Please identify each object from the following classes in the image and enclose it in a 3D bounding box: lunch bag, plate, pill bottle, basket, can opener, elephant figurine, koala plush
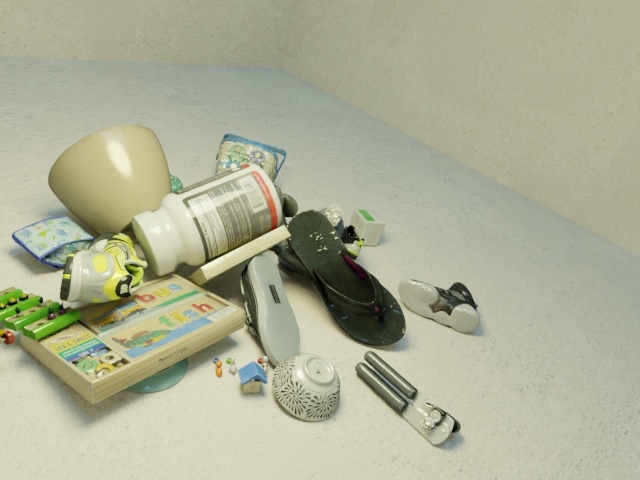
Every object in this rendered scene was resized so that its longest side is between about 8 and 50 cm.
[{"bbox_3d":[-0.691,0.008,1.429,0.129,0.096,0.151,31,21,23],"label":"lunch bag"},{"bbox_3d":[-0.387,0.260,1.229,0.188,0.024,0.188,14,28,-8],"label":"plate"},{"bbox_3d":[-0.305,-0.056,1.502,0.363,0.210,0.210,-26,47,-24],"label":"pill bottle"},{"bbox_3d":[-0.269,-0.292,2.091,0.254,0.201,0.289,14,38,-5],"label":"basket"},{"bbox_3d":[0.203,0.377,1.329,0.280,0.074,0.093,37,-1,29],"label":"can opener"},{"bbox_3d":[-0.162,-0.103,1.776,0.186,0.239,0.169,13,28,-9],"label":"elephant figurine"},{"bbox_3d":[0.000,0.000,1.657,0.203,0.221,0.196,26,-12,4],"label":"koala plush"}]

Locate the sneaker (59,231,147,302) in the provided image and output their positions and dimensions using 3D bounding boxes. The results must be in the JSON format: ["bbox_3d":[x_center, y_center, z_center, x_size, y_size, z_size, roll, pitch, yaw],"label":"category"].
[{"bbox_3d":[-0.490,0.076,1.321,0.147,0.145,0.385,12,11,-9],"label":"sneaker"}]

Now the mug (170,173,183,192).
[{"bbox_3d":[-0.533,-0.167,1.828,0.157,0.097,0.129,-2,34,-33],"label":"mug"}]

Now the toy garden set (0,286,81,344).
[{"bbox_3d":[-0.667,0.154,1.154,0.244,0.049,0.204,11,23,28],"label":"toy garden set"}]

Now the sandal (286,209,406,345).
[{"bbox_3d":[0.062,0.108,1.496,0.446,0.167,0.107,50,-11,4],"label":"sandal"}]

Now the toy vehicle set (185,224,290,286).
[{"bbox_3d":[-0.225,0.048,1.489,0.267,0.166,0.035,-29,90,-31],"label":"toy vehicle set"}]

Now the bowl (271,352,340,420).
[{"bbox_3d":[-0.017,0.313,1.254,0.170,0.080,0.170,20,36,-15],"label":"bowl"}]

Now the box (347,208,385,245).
[{"bbox_3d":[0.165,-0.047,2.010,0.087,0.102,0.101,4,30,-28],"label":"box"}]

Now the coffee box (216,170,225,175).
[{"bbox_3d":[-0.303,-0.108,1.810,0.098,0.141,0.246,9,29,-15],"label":"coffee box"}]

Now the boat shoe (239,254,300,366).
[{"bbox_3d":[-0.144,0.188,1.409,0.113,0.105,0.306,5,54,-44],"label":"boat shoe"}]

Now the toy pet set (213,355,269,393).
[{"bbox_3d":[-0.171,0.287,1.260,0.122,0.065,0.114,4,31,-23],"label":"toy pet set"}]

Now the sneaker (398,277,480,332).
[{"bbox_3d":[0.373,0.179,1.735,0.268,0.101,0.153,27,28,6],"label":"sneaker"}]

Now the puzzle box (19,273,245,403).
[{"bbox_3d":[-0.408,0.195,1.250,0.272,0.052,0.409,21,26,32],"label":"puzzle box"}]

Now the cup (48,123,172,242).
[{"bbox_3d":[-0.557,-0.131,1.575,0.331,0.331,0.237,-19,70,-48],"label":"cup"}]

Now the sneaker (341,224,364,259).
[{"bbox_3d":[0.085,-0.008,1.852,0.084,0.097,0.234,29,6,-30],"label":"sneaker"}]
